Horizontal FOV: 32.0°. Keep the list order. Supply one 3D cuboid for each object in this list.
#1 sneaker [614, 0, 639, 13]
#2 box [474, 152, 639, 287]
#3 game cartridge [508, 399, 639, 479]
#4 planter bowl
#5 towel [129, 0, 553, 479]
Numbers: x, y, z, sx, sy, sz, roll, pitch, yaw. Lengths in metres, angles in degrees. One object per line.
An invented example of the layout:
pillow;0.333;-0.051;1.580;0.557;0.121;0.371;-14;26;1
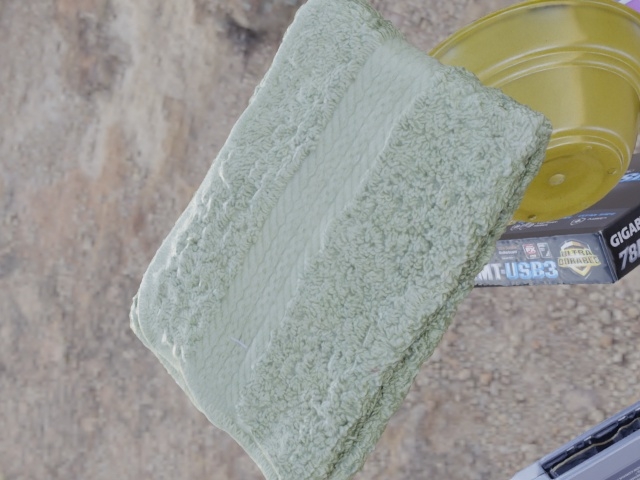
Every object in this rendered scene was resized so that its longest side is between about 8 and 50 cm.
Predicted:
sneaker;0.284;-0.140;0.967;0.282;0.102;0.161;-34;58;26
box;0.338;-0.033;1.410;0.295;0.293;0.073;-6;111;56
game cartridge;0.380;0.299;1.373;0.294;0.196;0.060;-29;31;-3
planter bowl;0.170;-0.077;0.855;0.217;0.217;0.090;-40;48;34
towel;0.000;0.000;0.368;0.110;0.027;0.148;39;103;29
